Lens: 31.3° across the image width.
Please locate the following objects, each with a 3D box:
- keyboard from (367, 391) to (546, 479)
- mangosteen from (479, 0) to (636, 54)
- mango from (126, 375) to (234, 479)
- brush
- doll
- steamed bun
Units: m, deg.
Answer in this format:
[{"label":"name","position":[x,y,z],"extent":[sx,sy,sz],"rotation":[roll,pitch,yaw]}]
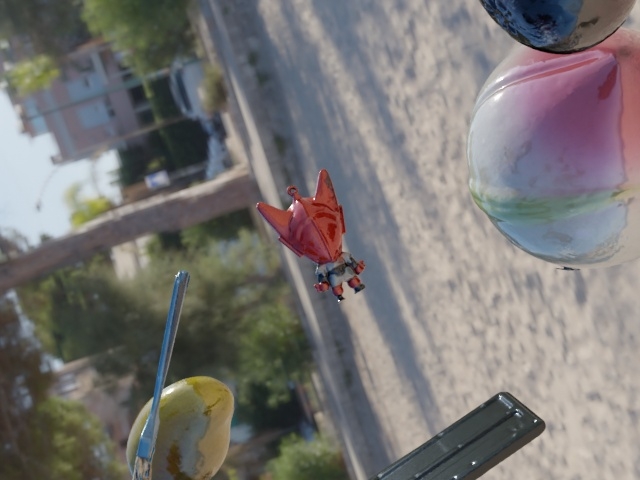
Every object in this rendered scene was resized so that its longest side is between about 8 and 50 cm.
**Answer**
[{"label":"keyboard","position":[0.014,0.243,0.955],"extent":[0.041,0.381,0.103],"rotation":[64,174,-14]},{"label":"mangosteen","position":[0.206,-0.237,0.976],"extent":[0.152,0.152,0.152],"rotation":[161,90,-87]},{"label":"mango","position":[-0.138,0.195,1.159],"extent":[0.076,0.103,0.161],"rotation":[-101,32,-47]},{"label":"brush","position":[-0.114,0.101,0.813],"extent":[0.051,0.014,0.164],"rotation":[-117,39,-82]},{"label":"doll","position":[0.000,0.000,1.514],"extent":[0.169,0.109,0.057],"rotation":[60,170,10]},{"label":"steamed bun","position":[0.319,-0.130,1.338],"extent":[0.309,0.309,0.309],"rotation":[161,90,-87]}]
